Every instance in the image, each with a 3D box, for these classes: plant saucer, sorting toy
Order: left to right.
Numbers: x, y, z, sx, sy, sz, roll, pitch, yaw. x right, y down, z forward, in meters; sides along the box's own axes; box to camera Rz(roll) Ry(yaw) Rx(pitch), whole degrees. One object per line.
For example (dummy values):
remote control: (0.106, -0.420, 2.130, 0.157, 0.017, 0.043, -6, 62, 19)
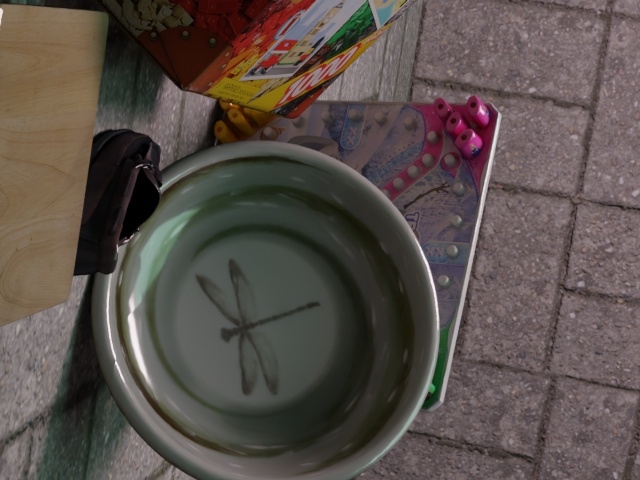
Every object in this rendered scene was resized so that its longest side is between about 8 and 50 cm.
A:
sorting toy: (-0.269, -0.067, 1.457, 0.257, 0.089, 0.255, -25, 124, -77)
plant saucer: (-0.067, 0.090, 2.021, 0.100, 0.400, 0.400, 147, -41, -68)

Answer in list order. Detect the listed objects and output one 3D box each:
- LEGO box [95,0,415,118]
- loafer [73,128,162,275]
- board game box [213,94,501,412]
LEGO box: (-0.010, -0.327, 1.830, 0.372, 0.193, 0.500, -44, 173, 9)
loafer: (-0.205, -0.029, 1.816, 0.302, 0.095, 0.109, -56, 155, -65)
board game box: (0.000, 0.000, 2.201, 0.050, 0.390, 0.390, 40, 58, -55)
